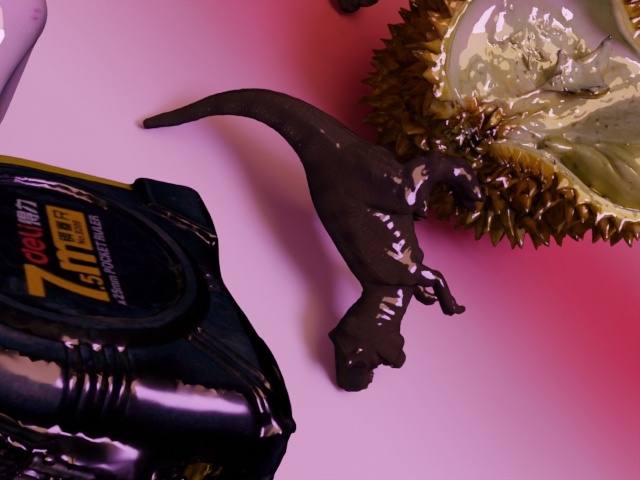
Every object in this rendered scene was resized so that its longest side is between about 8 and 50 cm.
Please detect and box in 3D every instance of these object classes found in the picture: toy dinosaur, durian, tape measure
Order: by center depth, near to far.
[{"bbox_3d":[-0.123,0.038,0.396,0.186,0.112,0.199,16,24,-32],"label":"tape measure"},{"bbox_3d":[0.000,0.000,0.549,0.179,0.087,0.187,-4,86,-25],"label":"toy dinosaur"},{"bbox_3d":[0.142,-0.096,0.655,0.237,0.177,0.200,28,70,-24],"label":"durian"}]

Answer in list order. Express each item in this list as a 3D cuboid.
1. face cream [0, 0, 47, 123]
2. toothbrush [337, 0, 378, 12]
[{"bbox_3d":[-0.266,-0.162,0.362,0.346,0.102,0.101,32,54,-18],"label":"face cream"},{"bbox_3d":[0.048,-0.298,0.767,0.030,0.031,0.297,52,39,-48],"label":"toothbrush"}]
